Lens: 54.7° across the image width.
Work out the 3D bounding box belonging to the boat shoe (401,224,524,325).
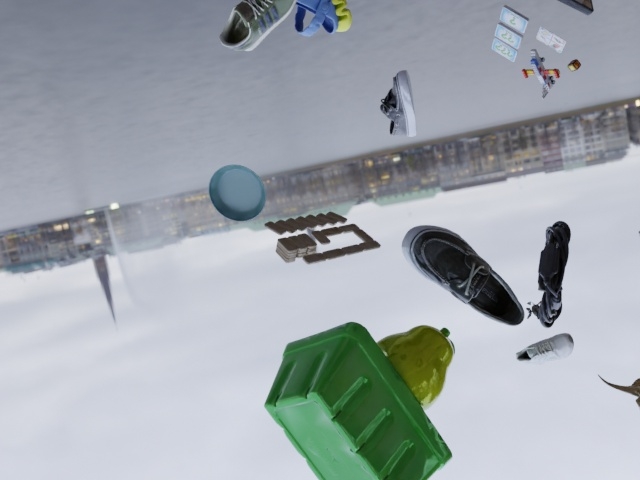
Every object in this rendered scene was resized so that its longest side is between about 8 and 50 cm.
[{"bbox_3d":[0.328,0.075,1.352,0.335,0.121,0.119,31,-176,-22],"label":"boat shoe"}]

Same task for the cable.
[{"bbox_3d":[0.400,0.056,1.053,0.047,0.151,0.184,1,-131,24],"label":"cable"}]

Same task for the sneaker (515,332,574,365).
[{"bbox_3d":[0.508,0.252,1.403,0.061,0.054,0.152,3,151,-28],"label":"sneaker"}]

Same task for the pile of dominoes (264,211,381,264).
[{"bbox_3d":[0.000,0.000,1.594,0.251,0.040,0.196,-11,-142,-34],"label":"pile of dominoes"}]

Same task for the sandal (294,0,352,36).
[{"bbox_3d":[-0.036,-0.632,1.517,0.138,0.317,0.126,-37,-147,-12],"label":"sandal"}]

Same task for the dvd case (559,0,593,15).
[{"bbox_3d":[0.592,-0.689,1.541,0.180,0.253,0.022,15,151,-21],"label":"dvd case"}]

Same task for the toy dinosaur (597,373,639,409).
[{"bbox_3d":[0.732,0.349,1.406,0.183,0.053,0.093,-3,-138,13],"label":"toy dinosaur"}]

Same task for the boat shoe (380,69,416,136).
[{"bbox_3d":[0.173,-0.301,1.400,0.076,0.080,0.228,-7,163,10],"label":"boat shoe"}]

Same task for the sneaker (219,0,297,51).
[{"bbox_3d":[-0.114,-0.416,1.126,0.192,0.064,0.086,-40,173,35],"label":"sneaker"}]

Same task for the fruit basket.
[{"bbox_3d":[0.118,0.321,1.305,0.283,0.392,0.392,-26,175,42],"label":"fruit basket"}]

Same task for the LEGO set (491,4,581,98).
[{"bbox_3d":[0.555,-0.485,1.627,0.060,0.244,0.182,-48,164,-12],"label":"LEGO set"}]

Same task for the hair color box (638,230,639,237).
[{"bbox_3d":[0.914,0.105,1.467,0.113,0.185,0.374,-24,-158,10],"label":"hair color box"}]

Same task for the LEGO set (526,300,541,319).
[{"bbox_3d":[0.429,0.133,1.204,0.083,0.054,0.023,-40,168,-47],"label":"LEGO set"}]

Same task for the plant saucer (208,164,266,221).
[{"bbox_3d":[-0.163,-0.096,1.230,0.119,0.119,0.021,-10,-158,16],"label":"plant saucer"}]
